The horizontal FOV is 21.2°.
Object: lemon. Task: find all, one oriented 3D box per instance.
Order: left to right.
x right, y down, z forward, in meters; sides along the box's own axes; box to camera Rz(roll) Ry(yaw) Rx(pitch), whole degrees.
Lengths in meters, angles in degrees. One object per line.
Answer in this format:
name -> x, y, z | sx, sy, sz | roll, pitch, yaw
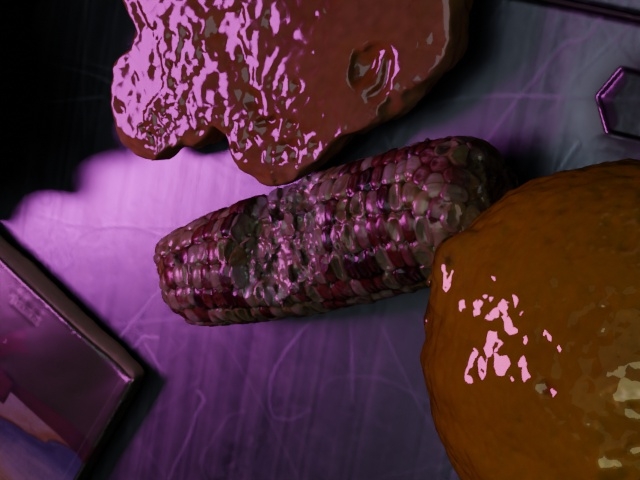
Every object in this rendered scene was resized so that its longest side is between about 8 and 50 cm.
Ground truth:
lemon -> 0.190, 0.072, 0.966 | 0.320, 0.245, 0.245 | 11, 100, 36

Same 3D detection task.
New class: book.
book -> -0.272, 0.156, 1.379 | 0.201, 0.026, 0.289 | 39, 112, 21

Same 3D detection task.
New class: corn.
corn -> 0.000, 0.000, 1.161 | 0.290, 0.098, 0.098 | -13, 88, 32

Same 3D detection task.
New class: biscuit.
biscuit -> -0.017, -0.189, 1.177 | 0.376, 0.051, 0.269 | -44, 73, 27
